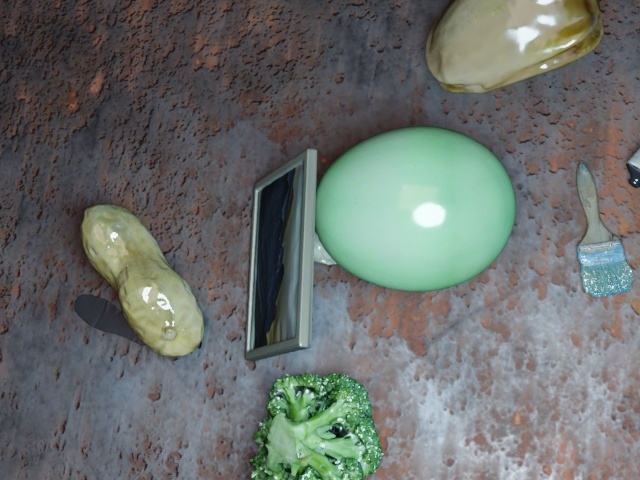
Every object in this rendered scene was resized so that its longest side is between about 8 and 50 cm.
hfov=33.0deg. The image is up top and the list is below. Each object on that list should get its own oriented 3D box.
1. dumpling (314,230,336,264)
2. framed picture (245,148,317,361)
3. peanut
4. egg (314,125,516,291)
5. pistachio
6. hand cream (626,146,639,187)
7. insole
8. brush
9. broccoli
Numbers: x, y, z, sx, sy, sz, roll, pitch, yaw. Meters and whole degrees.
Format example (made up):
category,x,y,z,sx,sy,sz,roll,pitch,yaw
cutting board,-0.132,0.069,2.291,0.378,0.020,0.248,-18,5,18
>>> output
category,x,y,z,sx,sy,sz,roll,pitch,yaw
dumpling,0.001,0.001,1.538,0.077,0.043,0.059,18,61,29
framed picture,-0.056,0.026,1.474,0.018,0.192,0.265,8,74,-25
peanut,-0.255,0.051,1.529,0.101,0.117,0.263,-28,69,-20
egg,0.124,-0.041,1.436,0.269,0.220,0.220,-5,75,16
pistachio,0.268,-0.317,1.524,0.260,0.163,0.213,-17,52,18
hand cream,0.488,-0.148,1.485,0.054,0.087,0.186,39,89,-4
insole,-0.301,0.116,1.573,0.135,0.002,0.045,22,81,14
brush,0.381,-0.019,1.493,0.070,0.021,0.196,-10,74,4
broccoli,-0.012,0.262,1.419,0.195,0.156,0.195,-4,84,40
